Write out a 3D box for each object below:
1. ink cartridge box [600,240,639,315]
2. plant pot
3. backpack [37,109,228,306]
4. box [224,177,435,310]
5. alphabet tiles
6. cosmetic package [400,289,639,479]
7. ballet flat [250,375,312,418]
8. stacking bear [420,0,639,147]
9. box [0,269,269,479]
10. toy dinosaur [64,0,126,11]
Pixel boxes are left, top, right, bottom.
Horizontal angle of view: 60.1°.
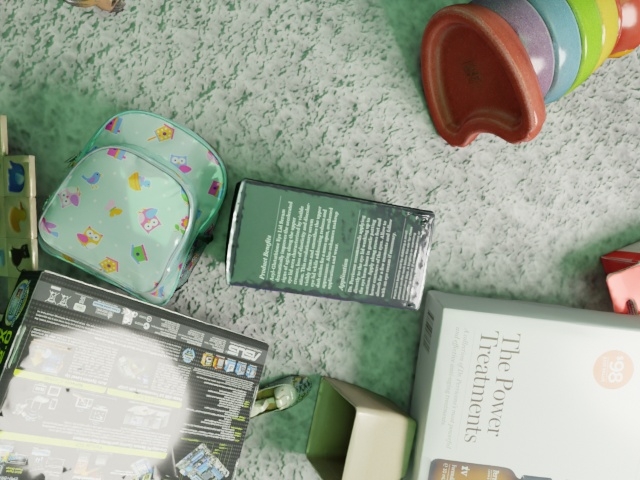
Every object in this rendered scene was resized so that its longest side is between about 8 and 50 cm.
[{"bbox_3d":[0.477,0.062,0.748,0.231,0.078,0.134,-20,97,-8],"label":"ink cartridge box"},{"bbox_3d":[0.053,0.239,0.678,0.096,0.109,0.109,11,93,-21],"label":"plant pot"},{"bbox_3d":[-0.189,-0.043,0.590,0.166,0.144,0.188,30,86,-6],"label":"backpack"},{"bbox_3d":[0.000,0.000,0.621,0.207,0.153,0.108,9,94,-10],"label":"box"},{"bbox_3d":[-0.356,-0.006,0.568,0.198,0.009,0.237,3,95,28],"label":"alphabet tiles"},{"bbox_3d":[0.253,0.266,0.679,0.285,0.097,0.377,6,99,-2],"label":"cosmetic package"},{"bbox_3d":[-0.063,0.199,0.683,0.114,0.041,0.041,-14,97,-9],"label":"ballet flat"},{"bbox_3d":[0.279,-0.245,0.656,0.289,0.175,0.164,-29,106,-16],"label":"stacking bear"},{"bbox_3d":[-0.193,0.171,0.549,0.270,0.060,0.216,27,70,-40],"label":"box"},{"bbox_3d":[-0.306,-0.378,0.532,0.296,0.127,0.200,24,82,-20],"label":"toy dinosaur"}]
